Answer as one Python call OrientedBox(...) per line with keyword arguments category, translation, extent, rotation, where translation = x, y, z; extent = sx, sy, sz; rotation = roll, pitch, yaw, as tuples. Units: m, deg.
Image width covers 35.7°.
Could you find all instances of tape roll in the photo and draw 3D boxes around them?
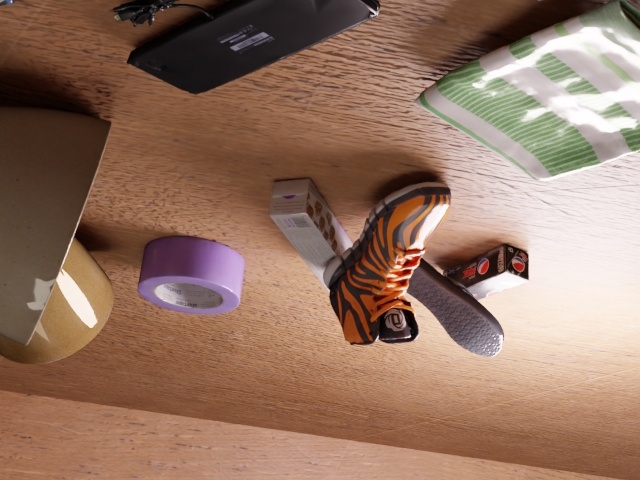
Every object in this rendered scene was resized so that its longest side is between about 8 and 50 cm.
OrientedBox(category="tape roll", translation=(-0.237, 0.067, 1.830), extent=(0.189, 0.080, 0.189), rotation=(5, 155, 2))

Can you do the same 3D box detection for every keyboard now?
OrientedBox(category="keyboard", translation=(-0.109, -0.257, 1.149), extent=(0.317, 0.033, 0.201), rotation=(-16, 154, 38))

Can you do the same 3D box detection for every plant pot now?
OrientedBox(category="plant pot", translation=(-0.507, 0.047, 1.705), extent=(0.237, 0.237, 0.254), rotation=(1, 142, 11))

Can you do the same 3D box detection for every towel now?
OrientedBox(category="towel", translation=(0.297, -0.159, 1.168), extent=(0.248, 0.038, 0.325), rotation=(28, 158, -28))

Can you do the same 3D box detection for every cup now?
OrientedBox(category="cup", translation=(-0.453, -0.052, 1.350), extent=(0.237, 0.331, 0.331), rotation=(22, 152, -15))

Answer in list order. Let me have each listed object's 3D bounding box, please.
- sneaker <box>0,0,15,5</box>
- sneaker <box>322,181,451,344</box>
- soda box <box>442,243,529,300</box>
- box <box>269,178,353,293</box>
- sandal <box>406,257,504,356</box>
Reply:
OrientedBox(category="sneaker", translation=(-0.398, -0.275, 1.047), extent=(0.211, 0.080, 0.081), rotation=(-31, 155, -8))
OrientedBox(category="sneaker", translation=(0.124, 0.057, 1.547), extent=(0.124, 0.180, 0.321), rotation=(1, 145, -28))
OrientedBox(category="soda box", translation=(0.286, 0.062, 1.735), extent=(0.060, 0.053, 0.169), rotation=(19, 153, -27))
OrientedBox(category="box", translation=(0.000, 0.000, 1.649), extent=(0.067, 0.063, 0.324), rotation=(-2, 154, 19))
OrientedBox(category="sandal", translation=(0.225, 0.099, 1.729), extent=(0.254, 0.054, 0.097), rotation=(43, 138, 0))
